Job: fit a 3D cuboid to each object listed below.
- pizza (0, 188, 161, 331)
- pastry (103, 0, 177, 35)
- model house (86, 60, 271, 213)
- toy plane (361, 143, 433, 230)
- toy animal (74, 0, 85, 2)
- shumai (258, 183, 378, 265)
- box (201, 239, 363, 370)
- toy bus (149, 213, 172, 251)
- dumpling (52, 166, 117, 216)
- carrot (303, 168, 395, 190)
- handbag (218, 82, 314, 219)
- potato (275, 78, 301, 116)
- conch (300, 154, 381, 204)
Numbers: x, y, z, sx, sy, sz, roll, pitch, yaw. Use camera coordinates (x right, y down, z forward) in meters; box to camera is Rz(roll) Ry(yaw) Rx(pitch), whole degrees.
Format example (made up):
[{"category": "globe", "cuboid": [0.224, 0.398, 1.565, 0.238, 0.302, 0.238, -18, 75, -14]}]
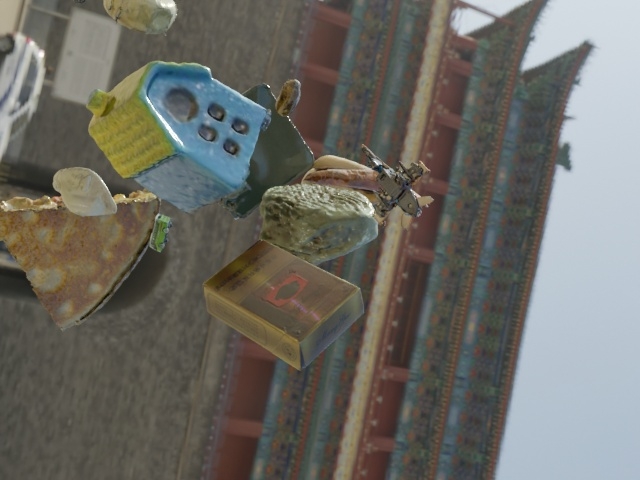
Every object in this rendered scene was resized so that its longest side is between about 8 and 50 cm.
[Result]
[{"category": "pizza", "cuboid": [-0.638, -0.016, 1.982, 0.440, 0.406, 0.130, -54, -147, 7]}, {"category": "pastry", "cuboid": [-0.394, -0.510, 1.751, 0.088, 0.165, 0.166, -64, -156, 20]}, {"category": "model house", "cuboid": [-0.287, -0.209, 1.537, 0.237, 0.303, 0.216, -16, -128, 51]}, {"category": "toy plane", "cuboid": [0.119, -0.107, 1.407, 0.135, 0.062, 0.188, -48, -111, 21]}, {"category": "toy animal", "cuboid": [-0.377, -0.416, 1.229, 0.065, 0.047, 0.136, 123, -41, -49]}, {"category": "shumai", "cuboid": [0.000, 0.000, 1.703, 0.225, 0.260, 0.222, -45, 136, -67]}, {"category": "box", "cuboid": [-0.067, 0.101, 1.364, 0.240, 0.159, 0.071, 26, -40, 36]}, {"category": "toy bus", "cuboid": [-0.351, -0.016, 1.761, 0.031, 0.037, 0.083, -73, -176, -57]}, {"category": "dumpling", "cuboid": [-0.285, -0.058, 0.964, 0.076, 0.052, 0.057, 48, -14, 29]}, {"category": "carrot", "cuboid": [0.066, -0.145, 1.865, 0.057, 0.224, 0.057, -178, -90, -74]}, {"category": "handbag", "cuboid": [-0.174, -0.214, 1.937, 0.260, 0.247, 0.079, -37, -167, -14]}, {"category": "potato", "cuboid": [-0.062, -0.281, 1.586, 0.051, 0.040, 0.083, -35, 157, -45]}, {"category": "conch", "cuboid": [0.065, -0.139, 2.035, 0.127, 0.255, 0.158, -28, 120, -59]}]
